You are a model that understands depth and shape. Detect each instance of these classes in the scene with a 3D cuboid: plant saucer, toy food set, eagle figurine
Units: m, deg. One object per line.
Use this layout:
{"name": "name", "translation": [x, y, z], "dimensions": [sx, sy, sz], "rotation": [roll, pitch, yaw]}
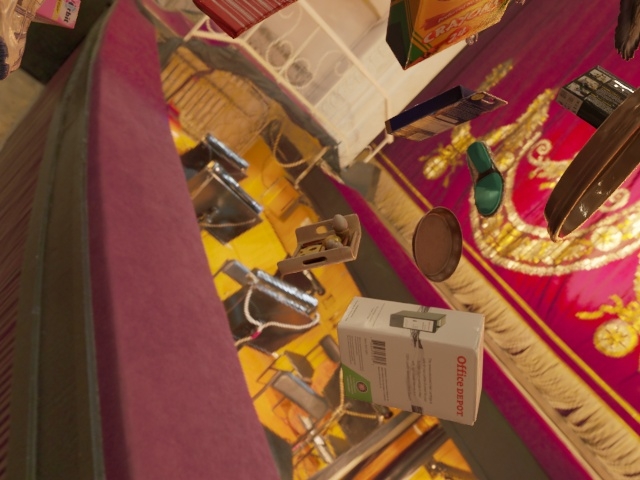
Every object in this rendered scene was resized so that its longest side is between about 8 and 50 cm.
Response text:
{"name": "plant saucer", "translation": [0.405, -0.114, 0.746], "dimensions": [0.041, 0.278, 0.278], "rotation": [44, 8, 26]}
{"name": "plant saucer", "translation": [0.255, 0.009, 1.190], "dimensions": [0.168, 0.168, 0.029], "rotation": [38, -21, -34]}
{"name": "toy food set", "translation": [0.000, 0.000, 1.635], "dimensions": [0.306, 0.220, 0.092], "rotation": [-66, 141, -69]}
{"name": "eagle figurine", "translation": [0.687, -0.546, 1.085], "dimensions": [0.226, 0.225, 0.298], "rotation": [-115, 179, -83]}

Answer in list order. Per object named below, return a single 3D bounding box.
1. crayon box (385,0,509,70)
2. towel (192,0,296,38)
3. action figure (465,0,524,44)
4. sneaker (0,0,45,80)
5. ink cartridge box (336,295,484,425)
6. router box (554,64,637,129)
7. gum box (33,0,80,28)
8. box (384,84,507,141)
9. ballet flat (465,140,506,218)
{"name": "crayon box", "translation": [0.212, -0.407, 0.828], "dimensions": [0.081, 0.202, 0.318], "rotation": [62, -1, 9]}
{"name": "towel", "translation": [-0.178, -0.649, 1.423], "dimensions": [0.199, 0.275, 0.031], "rotation": [45, -20, 22]}
{"name": "action figure", "translation": [0.449, -0.755, 1.641], "dimensions": [0.275, 0.248, 0.370], "rotation": [46, 46, -7]}
{"name": "sneaker", "translation": [-0.433, -0.341, 0.762], "dimensions": [0.112, 0.131, 0.296], "rotation": [48, -36, -7]}
{"name": "ink cartridge box", "translation": [0.186, 0.239, 1.090], "dimensions": [0.114, 0.273, 0.198], "rotation": [-52, 142, -52]}
{"name": "router box", "translation": [0.645, -0.307, 1.204], "dimensions": [0.179, 0.133, 0.046], "rotation": [48, -21, 27]}
{"name": "gum box", "translation": [-0.607, -0.501, 1.120], "dimensions": [0.189, 0.062, 0.107], "rotation": [21, 7, 32]}
{"name": "box", "translation": [0.267, -0.273, 1.148], "dimensions": [0.137, 0.225, 0.036], "rotation": [0, 77, -49]}
{"name": "ballet flat", "translation": [0.427, -0.150, 1.355], "dimensions": [0.077, 0.091, 0.240], "rotation": [31, 48, -40]}
